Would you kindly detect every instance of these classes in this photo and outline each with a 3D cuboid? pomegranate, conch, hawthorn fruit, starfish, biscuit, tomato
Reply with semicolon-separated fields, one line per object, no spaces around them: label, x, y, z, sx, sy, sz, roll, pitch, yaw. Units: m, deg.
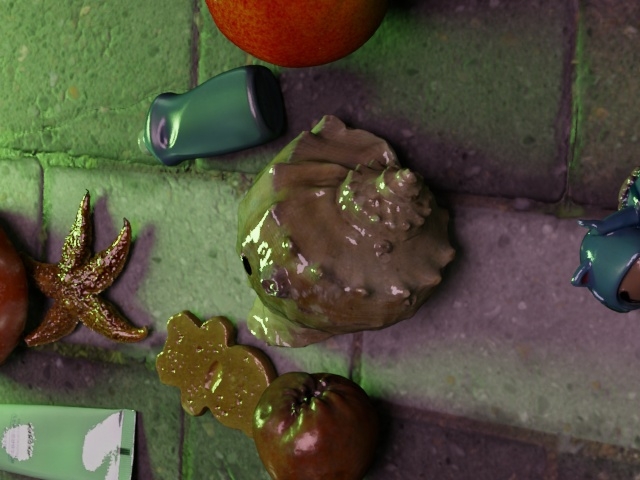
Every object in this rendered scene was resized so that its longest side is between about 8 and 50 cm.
pomegranate;-0.006;-0.301;1.687;0.256;0.221;0.221;-13;86;-5
conch;-0.006;-0.003;1.741;0.324;0.186;0.263;-36;57;30
hawthorn fruit;-0.007;0.227;1.792;0.149;0.149;0.189;44;151;23
starfish;-0.309;0.058;2.022;0.240;0.043;0.227;32;112;25
biscuit;-0.123;0.158;1.913;0.184;0.027;0.133;15;102;30
tomato;-0.490;0.065;2.090;0.236;0.095;0.237;-1;88;42

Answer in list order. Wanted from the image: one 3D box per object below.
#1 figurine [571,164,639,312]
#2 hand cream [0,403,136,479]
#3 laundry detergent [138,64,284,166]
figurine;0.338;-0.004;1.548;0.144;0.114;0.178;28;101;27
hand cream;-0.380;0.266;2.080;0.320;0.067;0.109;2;86;31
laundry detergent;-0.141;-0.142;1.879;0.206;0.061;0.097;-15;93;35
